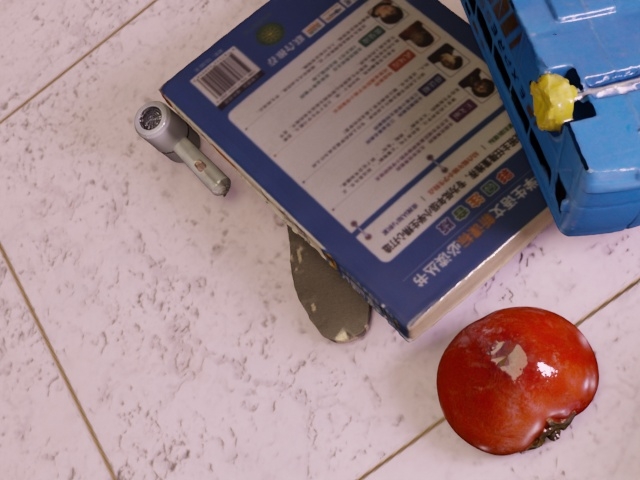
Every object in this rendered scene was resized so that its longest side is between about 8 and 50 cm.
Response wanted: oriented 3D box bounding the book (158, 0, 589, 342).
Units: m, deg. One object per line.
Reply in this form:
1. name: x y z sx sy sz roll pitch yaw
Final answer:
1. book: 0.065 -0.126 1.471 0.300 0.039 0.428 -39 60 -10

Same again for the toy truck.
1. toy truck: 0.249 -0.185 1.347 0.161 0.162 0.385 -13 56 -7

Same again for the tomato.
1. tomato: 0.181 0.129 1.332 0.159 0.091 0.139 -35 60 10

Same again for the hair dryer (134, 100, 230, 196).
1. hair dryer: -0.148 -0.096 1.565 0.047 0.082 0.137 -46 62 2

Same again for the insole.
1. insole: 0.000 0.000 1.504 0.081 0.011 0.247 -21 63 12
